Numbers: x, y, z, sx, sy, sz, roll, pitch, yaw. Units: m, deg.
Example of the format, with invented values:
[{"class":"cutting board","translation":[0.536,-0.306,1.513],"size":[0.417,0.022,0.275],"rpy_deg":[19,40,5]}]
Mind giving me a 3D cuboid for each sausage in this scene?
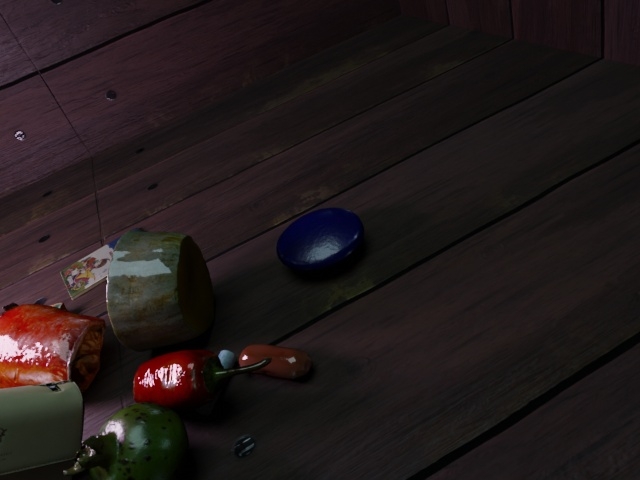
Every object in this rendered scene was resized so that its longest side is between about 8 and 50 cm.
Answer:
[{"class":"sausage","translation":[-0.109,0.287,1.252],"size":[0.194,0.077,0.077],"rpy_deg":[0,40,30]}]

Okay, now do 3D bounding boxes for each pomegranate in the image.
[{"class":"pomegranate","translation":[-0.383,0.427,1.061],"size":[0.211,0.263,0.211],"rpy_deg":[-18,56,29]}]

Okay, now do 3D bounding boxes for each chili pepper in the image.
[{"class":"chili pepper","translation":[-0.282,0.305,1.161],"size":[0.338,0.131,0.134],"rpy_deg":[-18,42,36]},{"class":"chili pepper","translation":[-0.734,0.309,1.451],"size":[0.305,0.229,0.251],"rpy_deg":[4,39,16]}]

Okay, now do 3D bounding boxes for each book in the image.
[{"class":"book","translation":[-0.783,0.074,1.924],"size":[0.322,0.018,0.228],"rpy_deg":[-35,38,-18]}]

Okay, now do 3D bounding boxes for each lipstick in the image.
[{"class":"lipstick","translation":[-0.253,0.342,1.273],"size":[0.048,0.048,0.158],"rpy_deg":[-3,40,24]}]

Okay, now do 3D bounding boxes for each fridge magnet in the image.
[{"class":"fridge magnet","translation":[0.000,0.000,1.540],"size":[0.265,0.113,0.265],"rpy_deg":[-14,35,10]}]

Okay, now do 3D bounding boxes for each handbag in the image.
[{"class":"handbag","translation":[-0.702,0.426,1.091],"size":[0.358,0.237,0.160],"rpy_deg":[5,8,-45]}]

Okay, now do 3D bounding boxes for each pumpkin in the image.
[{"class":"pumpkin","translation":[-0.407,0.133,1.419],"size":[0.199,0.332,0.332],"rpy_deg":[-3,37,3]}]

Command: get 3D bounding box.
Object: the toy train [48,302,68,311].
[{"class":"toy train","translation":[-0.881,0.278,1.661],"size":[0.118,0.074,0.176],"rpy_deg":[-12,34,6]}]
